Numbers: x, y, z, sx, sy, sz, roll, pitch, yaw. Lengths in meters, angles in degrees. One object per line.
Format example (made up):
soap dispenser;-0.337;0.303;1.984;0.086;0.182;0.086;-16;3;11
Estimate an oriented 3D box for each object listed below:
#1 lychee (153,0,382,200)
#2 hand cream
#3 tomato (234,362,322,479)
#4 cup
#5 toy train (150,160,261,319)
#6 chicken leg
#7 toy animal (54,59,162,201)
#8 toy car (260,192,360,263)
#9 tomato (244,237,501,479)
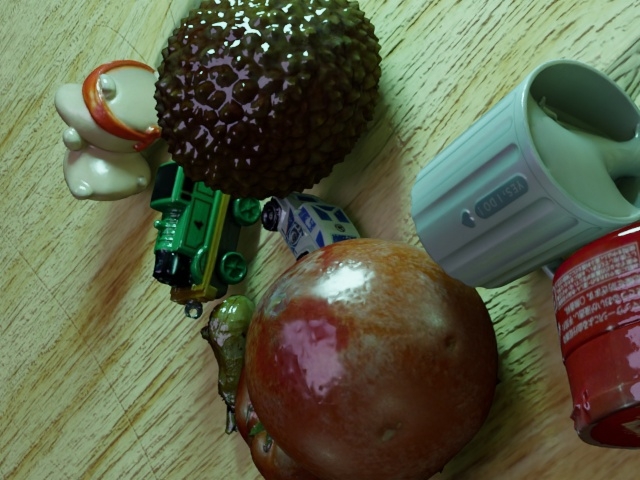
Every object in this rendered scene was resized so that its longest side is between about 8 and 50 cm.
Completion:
lychee;-0.053;-0.179;1.758;0.267;0.267;0.267;-11;76;53
hand cream;0.306;0.077;1.254;0.230;0.230;0.149;-34;58;46
tomato;-0.028;0.201;1.811;0.225;0.085;0.225;-12;75;50
cup;0.204;-0.031;1.460;0.202;0.167;0.221;-37;55;49
toy train;-0.160;-0.015;1.964;0.091;0.136;0.228;-8;64;54
chicken leg;-0.114;0.159;1.957;0.093;0.070;0.178;1;95;60
toy animal;-0.292;-0.160;2.163;0.171;0.171;0.198;40;119;49
toy car;0.000;0.000;1.801;0.070;0.080;0.171;-61;42;28
tomato;0.046;0.122;1.575;0.265;0.265;0.265;-11;76;53
